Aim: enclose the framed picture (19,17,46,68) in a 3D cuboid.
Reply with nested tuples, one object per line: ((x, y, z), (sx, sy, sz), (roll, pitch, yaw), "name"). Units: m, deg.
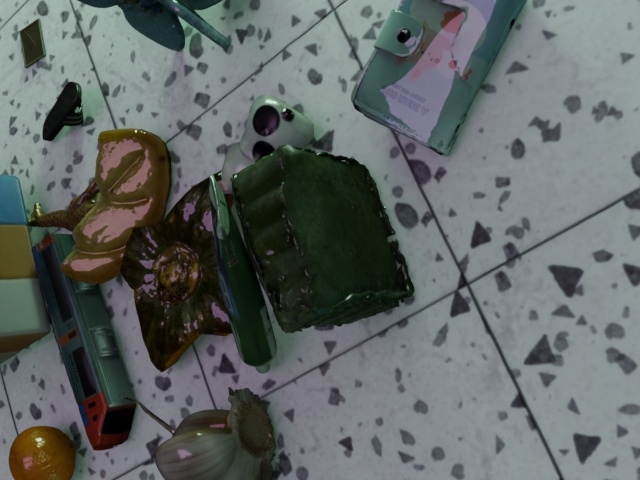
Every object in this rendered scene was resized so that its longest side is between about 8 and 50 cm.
((-0.609, -0.417, 1.711), (0.066, 0.006, 0.089), (-22, 74, 29), "framed picture")

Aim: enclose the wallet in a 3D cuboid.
((0.165, -0.269, 1.171), (0.176, 0.075, 0.250), (32, 103, 24), "wallet")

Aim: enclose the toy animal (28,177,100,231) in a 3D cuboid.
((-0.467, -0.068, 1.564), (0.275, 0.054, 0.149), (-34, 66, 26), "toy animal")

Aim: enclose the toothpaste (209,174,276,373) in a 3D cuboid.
((-0.114, 0.077, 1.167), (0.061, 0.392, 0.099), (-14, 47, -4), "toothpaste")

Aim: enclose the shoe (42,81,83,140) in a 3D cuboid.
((-0.498, -0.252, 1.606), (0.179, 0.049, 0.071), (-34, 55, 44), "shoe")

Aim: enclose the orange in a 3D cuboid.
((-0.517, 0.410, 1.510), (0.117, 0.135, 0.135), (-42, 60, -15), "orange")

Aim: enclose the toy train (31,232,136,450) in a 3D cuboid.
((-0.430, 0.178, 1.496), (0.089, 0.086, 0.409), (-33, 69, 24), "toy train")

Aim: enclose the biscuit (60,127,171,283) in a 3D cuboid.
((-0.361, -0.057, 1.466), (0.154, 0.045, 0.299), (17, 94, 4), "biscuit")

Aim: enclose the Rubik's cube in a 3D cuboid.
((-0.777, 0.083, 1.549), (0.347, 0.344, 0.347), (-27, 73, 36), "Rubik's cube")

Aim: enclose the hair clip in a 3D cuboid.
((-0.271, -0.480, 1.315), (0.392, 0.318, 0.238), (18, 81, 60), "hair clip")

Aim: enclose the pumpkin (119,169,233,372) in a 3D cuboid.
((-0.221, 0.052, 1.371), (0.258, 0.095, 0.290), (-21, 78, 25), "pumpkin")

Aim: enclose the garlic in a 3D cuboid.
((-0.180, 0.301, 1.285), (0.207, 0.207, 0.257), (-50, 64, 18), "garlic")

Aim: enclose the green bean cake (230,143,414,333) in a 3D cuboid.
((0.000, 0.000, 1.145), (0.132, 0.255, 0.241), (-24, 78, 31), "green bean cake")

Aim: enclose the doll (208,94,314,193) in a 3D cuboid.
((-0.089, -0.143, 1.298), (0.110, 0.107, 0.181), (30, 112, -6), "doll")
